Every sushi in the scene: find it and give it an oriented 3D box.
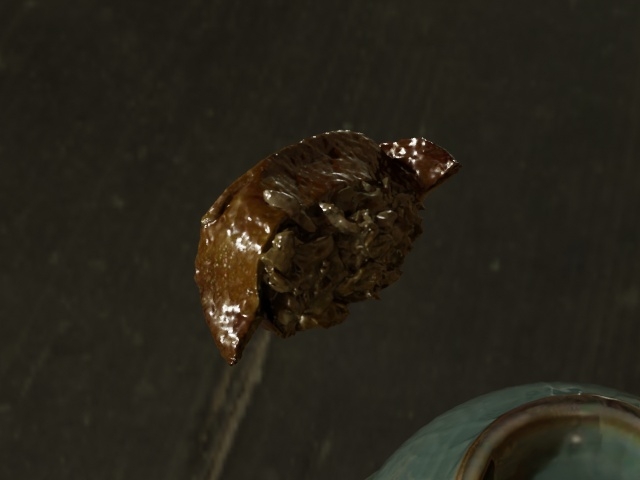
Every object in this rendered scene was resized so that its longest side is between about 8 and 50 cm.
[{"bbox_3d":[0.000,0.000,0.662,0.055,0.052,0.120,36,35,23],"label":"sushi"}]

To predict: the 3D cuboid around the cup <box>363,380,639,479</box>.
[{"bbox_3d":[0.079,0.119,0.612,0.199,0.150,0.199,0,57,0],"label":"cup"}]
